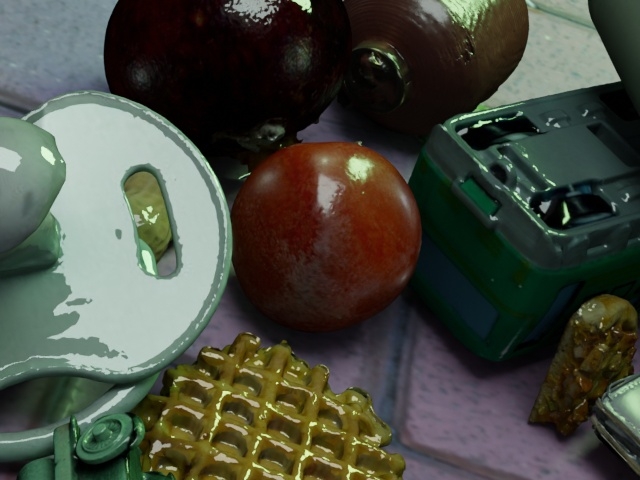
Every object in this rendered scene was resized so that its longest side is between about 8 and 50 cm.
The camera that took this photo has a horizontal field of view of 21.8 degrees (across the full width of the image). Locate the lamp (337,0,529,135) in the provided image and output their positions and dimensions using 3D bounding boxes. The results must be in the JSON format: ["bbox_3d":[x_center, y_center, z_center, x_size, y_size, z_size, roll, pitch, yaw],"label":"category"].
[{"bbox_3d":[0.106,-0.203,1.697,0.180,0.180,0.258,35,43,14],"label":"lamp"}]

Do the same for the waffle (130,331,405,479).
[{"bbox_3d":[-0.037,0.174,1.302,0.243,0.059,0.238,-14,49,-39],"label":"waffle"}]

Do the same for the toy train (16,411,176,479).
[{"bbox_3d":[-0.168,0.206,1.156,0.132,0.083,0.200,-23,33,6],"label":"toy train"}]

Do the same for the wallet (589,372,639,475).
[{"bbox_3d":[0.345,0.206,1.427,0.170,0.069,0.231,-20,56,-44],"label":"wallet"}]

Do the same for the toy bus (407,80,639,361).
[{"bbox_3d":[0.241,-0.020,1.526,0.343,0.199,0.183,-14,49,-36],"label":"toy bus"}]

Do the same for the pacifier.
[{"bbox_3d":[-0.229,0.006,1.216,0.343,0.269,0.288,-14,74,-10],"label":"pacifier"}]

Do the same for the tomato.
[{"bbox_3d":[0.000,0.000,1.423,0.167,0.167,0.167,13,41,-12],"label":"tomato"}]

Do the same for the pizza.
[{"bbox_3d":[0.239,0.114,1.457,0.046,0.134,0.175,33,3,24],"label":"pizza"}]

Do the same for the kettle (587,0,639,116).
[{"bbox_3d":[0.366,-0.142,1.464,0.240,0.165,0.255,33,27,-37],"label":"kettle"}]

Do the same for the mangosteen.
[{"bbox_3d":[-0.072,-0.144,1.529,0.235,0.235,0.261,-18,94,-39],"label":"mangosteen"}]

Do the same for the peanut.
[{"bbox_3d":[-0.160,-0.017,1.430,0.082,0.082,0.187,33,42,11],"label":"peanut"}]
